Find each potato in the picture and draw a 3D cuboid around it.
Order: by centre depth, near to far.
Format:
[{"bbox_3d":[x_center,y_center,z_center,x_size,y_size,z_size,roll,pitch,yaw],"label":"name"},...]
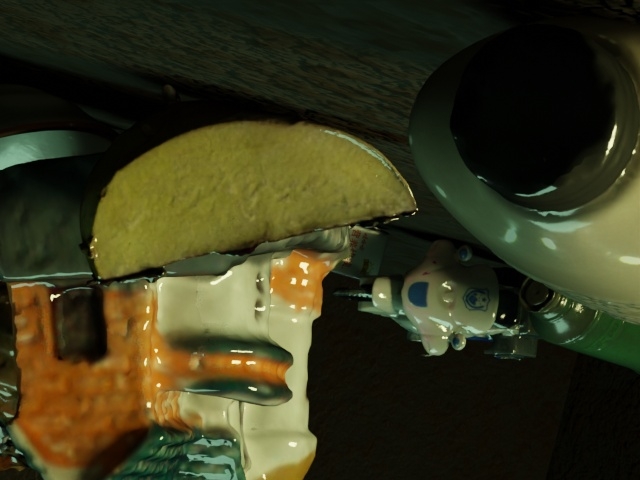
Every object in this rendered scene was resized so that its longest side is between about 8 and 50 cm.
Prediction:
[{"bbox_3d":[-0.044,-0.043,1.000,0.172,0.089,0.100,-13,-167,3],"label":"potato"}]

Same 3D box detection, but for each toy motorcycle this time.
[{"bbox_3d":[0.129,0.057,1.721,0.221,0.102,0.150,10,172,-43],"label":"toy motorcycle"}]

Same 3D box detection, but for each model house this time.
[{"bbox_3d":[-0.079,0.102,1.179,0.190,0.301,0.271,-1,172,6],"label":"model house"}]

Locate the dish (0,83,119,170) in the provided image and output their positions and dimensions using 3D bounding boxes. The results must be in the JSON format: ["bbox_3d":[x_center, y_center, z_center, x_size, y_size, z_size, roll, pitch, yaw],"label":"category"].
[{"bbox_3d":[-0.252,-0.039,1.187,0.260,0.085,0.260,-24,167,-6],"label":"dish"}]

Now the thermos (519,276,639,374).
[{"bbox_3d":[0.230,0.056,1.555,0.073,0.083,0.187,-16,156,39],"label":"thermos"}]

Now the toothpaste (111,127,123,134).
[{"bbox_3d":[-0.275,-0.074,1.312,0.313,0.089,0.071,17,171,-42],"label":"toothpaste"}]

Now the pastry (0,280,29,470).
[{"bbox_3d":[-0.234,0.050,1.597,0.405,0.292,0.337,25,164,-17],"label":"pastry"}]

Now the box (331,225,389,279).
[{"bbox_3d":[0.000,0.000,1.746,0.117,0.051,0.036,14,-175,-11],"label":"box"}]

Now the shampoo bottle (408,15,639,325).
[{"bbox_3d":[0.098,-0.014,0.565,0.127,0.078,0.257,19,-178,24],"label":"shampoo bottle"}]
